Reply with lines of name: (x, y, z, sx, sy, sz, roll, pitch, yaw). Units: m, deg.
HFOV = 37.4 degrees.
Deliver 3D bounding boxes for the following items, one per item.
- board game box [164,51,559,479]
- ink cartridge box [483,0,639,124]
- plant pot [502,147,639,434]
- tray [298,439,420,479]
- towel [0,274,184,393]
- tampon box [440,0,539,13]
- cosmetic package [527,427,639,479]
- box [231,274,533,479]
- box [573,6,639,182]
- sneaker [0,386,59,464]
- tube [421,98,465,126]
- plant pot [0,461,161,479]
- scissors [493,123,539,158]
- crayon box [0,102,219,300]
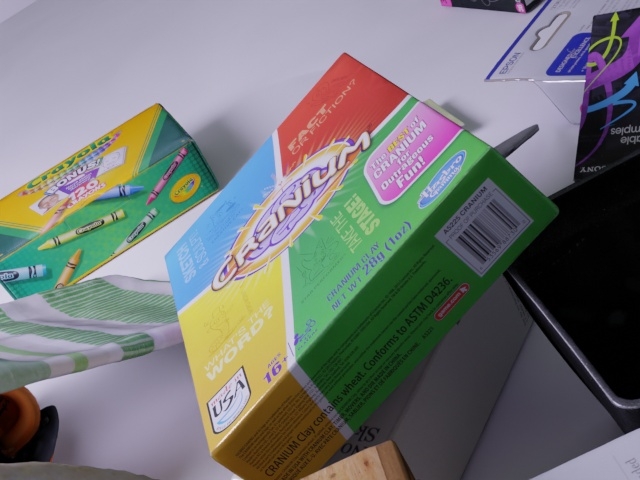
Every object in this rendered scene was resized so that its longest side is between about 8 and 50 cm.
board game box: (0.000, 0.000, 0.679, 0.242, 0.064, 0.316, -48, 24, 6)
ink cartridge box: (0.356, -0.183, 0.891, 0.370, 0.069, 0.176, 10, 50, 42)
plant pot: (0.235, 0.056, 0.549, 0.187, 0.167, 0.188, -28, 29, 2)
tray: (0.083, 0.282, 0.318, 0.076, 0.203, 0.411, -26, 32, 3)
towel: (-0.225, 0.074, 0.847, 0.247, 0.038, 0.324, 2, 7, 38)
tampon box: (0.220, -0.372, 1.208, 0.101, 0.120, 0.161, -41, 34, -19)
cosmetic package: (0.182, 0.178, 0.405, 0.183, 0.151, 0.151, -27, 28, 6)
box: (0.060, 0.101, 0.691, 0.113, 0.094, 0.275, -2, 40, 37)
box: (0.285, -0.126, 0.819, 0.116, 0.029, 0.162, -1, 76, 42)
sneaker: (-0.289, 0.162, 0.783, 0.180, 0.124, 0.321, -57, 41, 21)
tube: (0.032, -0.089, 1.020, 0.240, 0.062, 0.070, -26, 72, -5)
plant pot: (-0.142, 0.318, 0.379, 0.333, 0.334, 0.305, -27, 44, 3)
scissors: (0.124, -0.060, 0.819, 0.108, 0.021, 0.297, -11, 17, 23)
crayon box: (-0.280, -0.048, 1.177, 0.278, 0.081, 0.165, -34, 32, -7)
